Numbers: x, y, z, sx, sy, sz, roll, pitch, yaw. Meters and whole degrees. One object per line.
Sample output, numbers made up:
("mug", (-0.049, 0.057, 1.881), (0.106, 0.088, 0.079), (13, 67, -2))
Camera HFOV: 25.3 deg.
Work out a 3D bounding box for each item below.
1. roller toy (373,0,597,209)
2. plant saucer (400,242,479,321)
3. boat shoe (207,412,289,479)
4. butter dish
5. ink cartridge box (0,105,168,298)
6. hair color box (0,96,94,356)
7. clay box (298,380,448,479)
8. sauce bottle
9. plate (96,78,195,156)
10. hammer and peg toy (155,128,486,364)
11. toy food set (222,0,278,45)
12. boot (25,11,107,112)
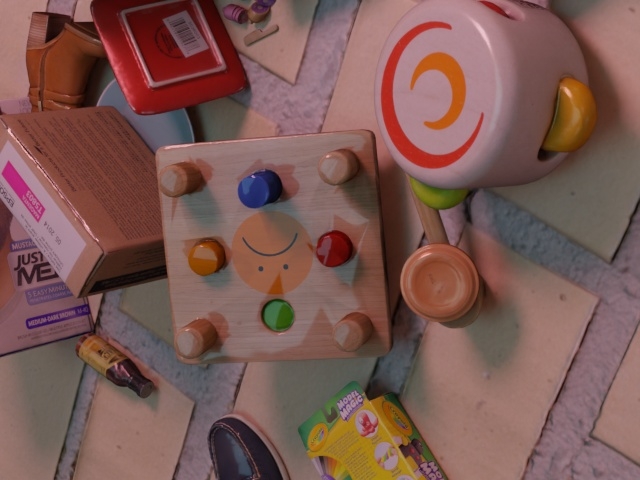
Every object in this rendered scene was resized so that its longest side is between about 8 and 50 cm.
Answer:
("roller toy", (0.164, -0.148, 1.423), (0.209, 0.146, 0.191), (-33, 69, 46))
("plant saucer", (0.124, 0.044, 1.488), (0.083, 0.013, 0.083), (2, 97, 13))
("boat shoe", (-0.085, 0.340, 1.768), (0.095, 0.079, 0.254), (-25, 83, 40))
("butter dish", (-0.194, -0.216, 1.722), (0.160, 0.160, 0.118), (66, 151, 11))
("ink cartridge box", (-0.274, -0.052, 1.741), (0.235, 0.193, 0.088), (50, 125, 21))
("hair color box", (-0.442, -0.014, 1.925), (0.110, 0.185, 0.339), (-17, 88, 40))
("clay box", (0.074, 0.276, 1.641), (0.127, 0.053, 0.222), (-44, 70, 36))
("sauce bottle", (-0.274, 0.169, 1.916), (0.128, 0.042, 0.042), (30, 116, 29))
("plate", (-0.222, -0.123, 1.827), (0.188, 0.024, 0.188), (8, 103, 38))
("hammer and peg toy", (0.000, 0.000, 1.586), (0.361, 0.127, 0.266), (-4, 97, 14))
("toy food set", (-0.092, -0.297, 1.688), (0.078, 0.019, 0.122), (-20, 86, 40))
("boot", (-0.317, -0.211, 1.860), (0.197, 0.073, 0.152), (21, 110, 48))
